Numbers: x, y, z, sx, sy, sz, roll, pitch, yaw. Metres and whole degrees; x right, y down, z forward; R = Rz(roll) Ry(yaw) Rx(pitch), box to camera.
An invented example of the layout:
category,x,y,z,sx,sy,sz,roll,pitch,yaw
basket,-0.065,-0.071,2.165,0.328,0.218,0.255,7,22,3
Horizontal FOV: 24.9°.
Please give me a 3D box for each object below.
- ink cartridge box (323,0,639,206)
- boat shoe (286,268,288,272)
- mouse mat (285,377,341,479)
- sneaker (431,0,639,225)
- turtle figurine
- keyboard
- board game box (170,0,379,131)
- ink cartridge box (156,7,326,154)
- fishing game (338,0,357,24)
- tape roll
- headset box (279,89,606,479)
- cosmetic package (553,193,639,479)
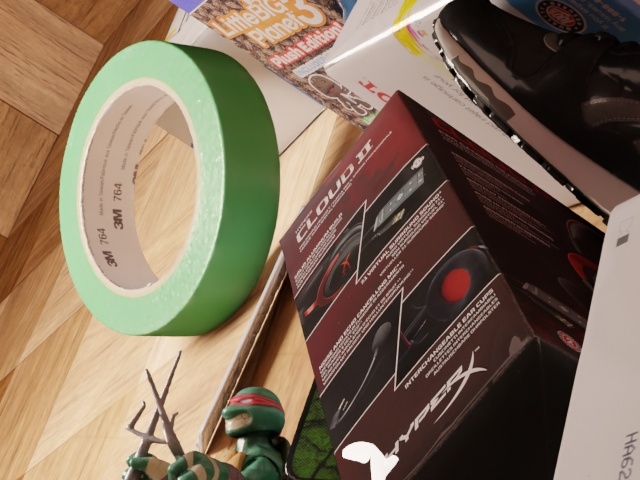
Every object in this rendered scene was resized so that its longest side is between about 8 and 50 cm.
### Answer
category,x,y,z,sx,sy,sz,roll,pitch,yaw
ink cartridge box,0.173,-0.164,0.932,0.270,0.198,0.197,-19,42,62
boat shoe,0.000,0.000,1.377,0.100,0.035,0.035,-55,24,18
mouse mat,0.081,0.089,0.878,0.189,0.007,0.153,2,51,23
sneaker,0.183,-0.060,0.749,0.124,0.107,0.283,-49,60,9
turtle figurine,-0.068,0.172,0.910,0.175,0.118,0.234,125,154,-67
keyboard,-0.065,0.085,1.400,0.072,0.014,0.256,113,180,-65
board game box,0.063,-0.228,1.173,0.141,0.291,0.232,-21,40,61
ink cartridge box,-0.089,-0.230,1.767,0.168,0.171,0.233,-43,22,38
fishing game,0.096,-0.195,1.079,0.041,0.264,0.189,-18,44,64
tape roll,-0.172,-0.055,1.587,0.321,0.077,0.321,-4,84,48
headset box,0.106,0.062,0.678,0.110,0.218,0.293,-52,21,15
cosmetic package,0.188,0.107,0.397,0.138,0.224,0.224,-32,31,48
